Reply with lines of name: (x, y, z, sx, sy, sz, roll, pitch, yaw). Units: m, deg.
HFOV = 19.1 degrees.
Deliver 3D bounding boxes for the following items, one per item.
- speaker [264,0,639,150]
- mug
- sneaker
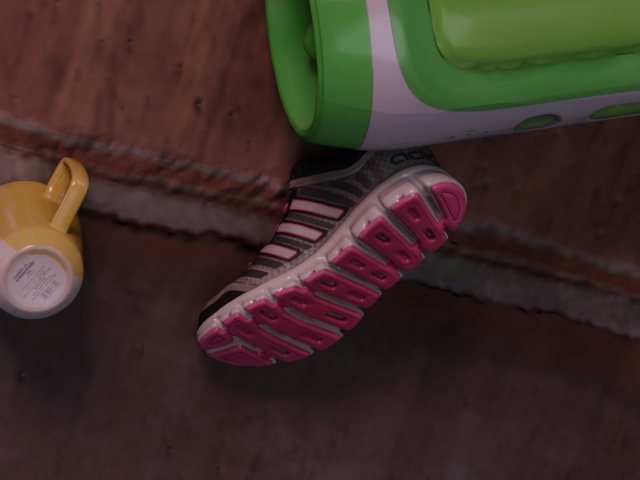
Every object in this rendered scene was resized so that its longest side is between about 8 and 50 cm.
speaker: (0.128, -0.121, 0.942, 0.297, 0.131, 0.131, -8, 111, -13)
mug: (-0.145, 0.002, 0.940, 0.062, 0.064, 0.078, -5, 110, -14)
sneaker: (0.000, 0.000, 0.987, 0.170, 0.074, 0.063, -40, 135, 24)
